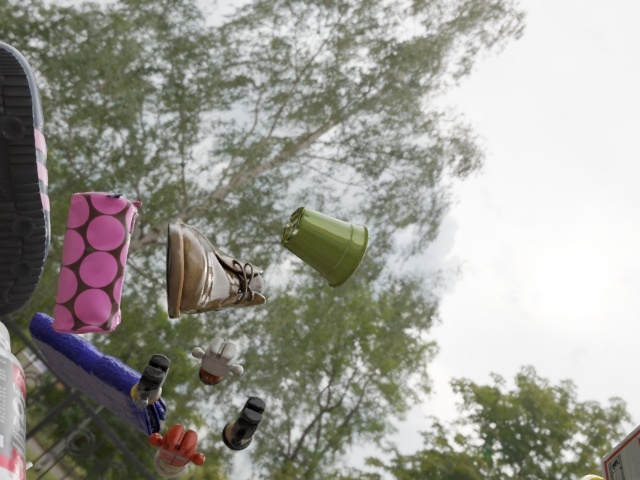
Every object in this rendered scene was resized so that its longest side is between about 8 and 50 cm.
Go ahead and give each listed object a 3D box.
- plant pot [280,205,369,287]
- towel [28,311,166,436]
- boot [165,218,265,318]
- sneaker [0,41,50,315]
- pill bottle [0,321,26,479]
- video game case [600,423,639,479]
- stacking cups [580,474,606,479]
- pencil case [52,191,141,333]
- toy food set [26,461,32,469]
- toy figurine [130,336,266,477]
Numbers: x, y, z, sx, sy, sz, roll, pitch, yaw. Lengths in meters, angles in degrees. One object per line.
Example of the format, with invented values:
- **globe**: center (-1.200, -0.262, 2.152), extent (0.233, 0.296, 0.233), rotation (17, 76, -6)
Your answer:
- **plant pot**: center (0.000, 0.000, 0.681), extent (0.079, 0.083, 0.083), rotation (30, -21, -21)
- **towel**: center (-0.471, 0.281, 1.273), extent (0.308, 0.076, 0.227), rotation (26, -38, 19)
- **boot**: center (-0.122, 0.039, 0.708), extent (0.115, 0.112, 0.305), rotation (4, -8, -4)
- **sneaker**: center (-0.375, -0.072, 0.710), extent (0.131, 0.112, 0.319), rotation (-131, -131, -64)
- **pill bottle**: center (-0.504, 0.249, 0.817), extent (0.318, 0.176, 0.176), rotation (-122, -168, -46)
- **video game case**: center (0.357, 0.216, 0.540), extent (0.025, 0.204, 0.285), rotation (22, -52, 2)
- **stacking cups**: center (0.084, 0.280, 0.406), extent (0.096, 0.096, 0.316), rotation (47, -68, 1)
- **pencil case**: center (-0.325, 0.033, 0.863), extent (0.098, 0.209, 0.095), rotation (10, -3, -27)
- **toy food set**: center (-0.725, 0.370, 1.200), extent (0.306, 0.092, 0.220), rotation (63, 10, 0)
- **toy figurine**: center (-0.225, 0.302, 1.084), extent (0.209, 0.213, 0.148), rotation (57, -38, 24)
